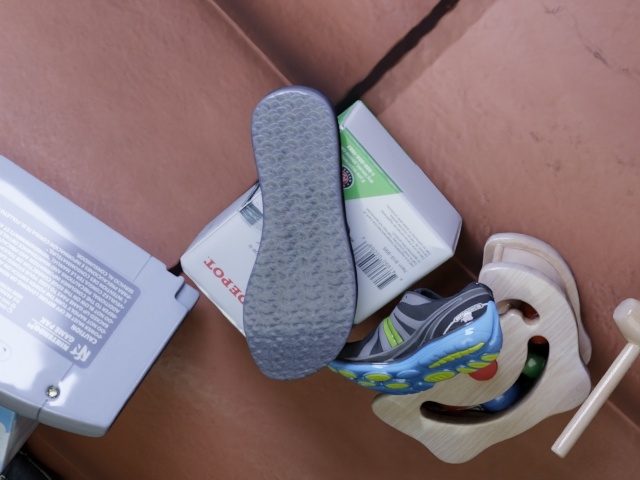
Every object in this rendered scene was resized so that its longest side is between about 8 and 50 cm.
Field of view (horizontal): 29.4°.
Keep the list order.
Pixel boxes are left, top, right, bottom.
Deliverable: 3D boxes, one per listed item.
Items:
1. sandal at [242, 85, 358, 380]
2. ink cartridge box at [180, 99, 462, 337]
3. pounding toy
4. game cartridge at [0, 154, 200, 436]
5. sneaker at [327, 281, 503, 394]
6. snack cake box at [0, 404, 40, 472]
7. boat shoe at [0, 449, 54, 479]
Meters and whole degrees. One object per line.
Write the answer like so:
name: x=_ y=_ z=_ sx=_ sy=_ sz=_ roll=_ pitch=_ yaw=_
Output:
sandal: x=-0.013 y=-0.004 z=1.035 sx=0.097 sy=0.054 sz=0.255 roll=4 pitch=104 yaw=4
ink cartridge box: x=0.000 y=0.000 z=1.105 sx=0.208 sy=0.087 sz=0.153 roll=-37 pitch=101 yaw=24
pounding toy: x=0.160 y=0.101 z=1.072 sx=0.269 sy=0.155 sz=0.154 roll=-32 pitch=103 yaw=24
game cartridge: x=-0.286 y=0.044 z=1.140 sx=0.297 sy=0.198 sz=0.062 roll=35 pitch=155 yaw=-2
sneaker: x=0.082 y=0.084 z=1.055 sx=0.067 sy=0.078 sz=0.188 roll=29 pitch=144 yaw=-34
snack cake box: x=-0.396 y=0.111 z=1.215 sx=0.264 sy=0.152 sz=0.089 roll=22 pitch=119 yaw=3
boat shoe: x=-0.347 y=0.224 z=1.300 sx=0.183 sy=0.065 sz=0.083 roll=29 pitch=116 yaw=0
